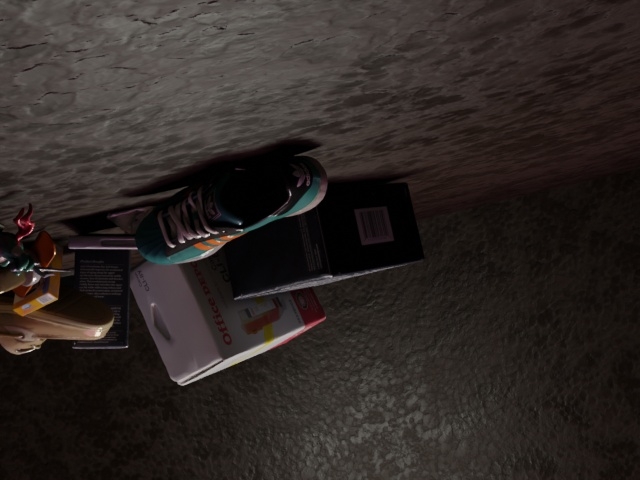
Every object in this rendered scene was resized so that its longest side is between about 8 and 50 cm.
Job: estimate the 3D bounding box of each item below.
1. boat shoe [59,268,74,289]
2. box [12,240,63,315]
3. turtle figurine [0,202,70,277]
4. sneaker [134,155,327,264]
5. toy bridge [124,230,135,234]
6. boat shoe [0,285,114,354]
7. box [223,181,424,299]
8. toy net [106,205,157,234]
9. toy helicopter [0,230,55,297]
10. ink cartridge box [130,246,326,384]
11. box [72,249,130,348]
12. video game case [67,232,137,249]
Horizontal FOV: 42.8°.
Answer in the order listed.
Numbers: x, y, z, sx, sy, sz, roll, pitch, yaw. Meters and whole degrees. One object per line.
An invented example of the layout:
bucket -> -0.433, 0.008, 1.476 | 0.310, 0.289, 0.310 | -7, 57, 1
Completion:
boat shoe -> -0.678, 0.141, 2.003 | 0.302, 0.091, 0.114 | -17, 152, -41
box -> -0.497, 0.060, 1.442 | 0.081, 0.136, 0.028 | -25, 138, 16
turtle figurine -> -0.423, 0.015, 0.942 | 0.175, 0.118, 0.234 | -32, 151, 31
sneaker -> -0.145, -0.047, 1.126 | 0.302, 0.108, 0.121 | -22, 173, 18
toy bridge -> -0.342, -0.007, 1.618 | 0.063, 0.026, 0.188 | -11, 177, 13
boat shoe -> -0.544, 0.147, 1.508 | 0.341, 0.110, 0.121 | 9, -163, 10
box -> 0.000, 0.000, 1.700 | 0.294, 0.183, 0.296 | -18, 173, 43
toy net -> -0.239, -0.037, 1.351 | 0.122, 0.045, 0.232 | -15, 176, 42
toy helicopter -> -0.563, 0.058, 1.348 | 0.235, 0.140, 0.355 | -21, -169, -23
ink cartridge box -> -0.201, 0.128, 1.836 | 0.160, 0.279, 0.384 | -32, 171, 34
box -> -0.440, 0.115, 1.643 | 0.108, 0.207, 0.153 | 1, 172, -15
video game case -> -0.313, 0.001, 1.378 | 0.193, 0.023, 0.212 | 1, -179, -10
